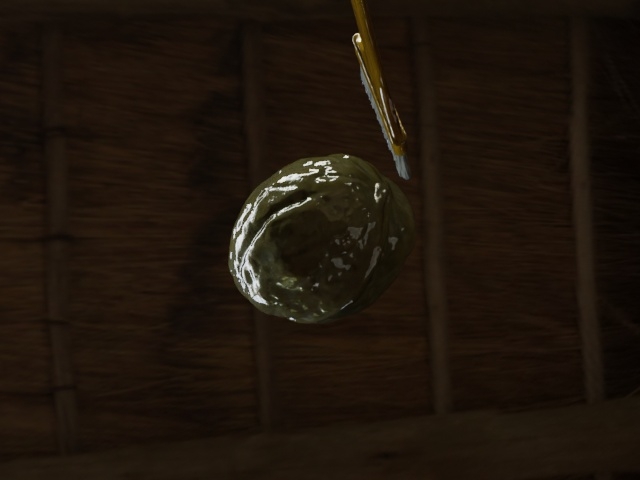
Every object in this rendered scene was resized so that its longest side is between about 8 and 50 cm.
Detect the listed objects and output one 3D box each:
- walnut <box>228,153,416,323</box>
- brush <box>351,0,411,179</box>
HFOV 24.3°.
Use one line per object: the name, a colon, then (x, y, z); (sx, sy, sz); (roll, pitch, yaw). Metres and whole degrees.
walnut: (0.000, 0.000, 0.706); (0.092, 0.092, 0.092); (0, -90, 23)
brush: (0.034, -0.139, 1.073); (0.013, 0.272, 0.103); (-21, -114, 1)
